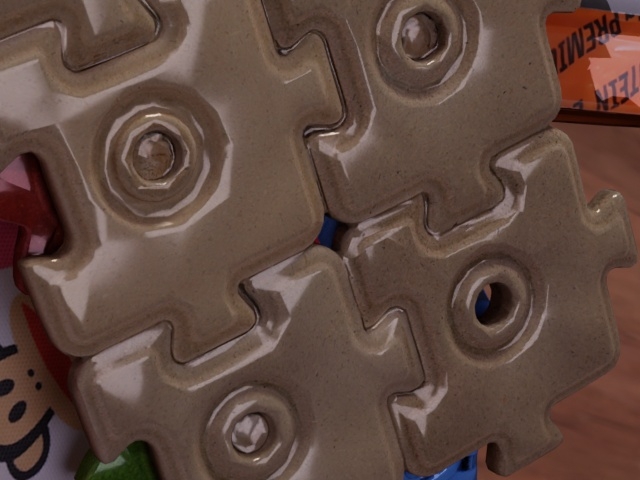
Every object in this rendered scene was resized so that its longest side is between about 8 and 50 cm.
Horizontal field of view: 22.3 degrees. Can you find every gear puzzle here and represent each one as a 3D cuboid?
[{"bbox_3d":[0.000,0.000,0.440,0.175,0.044,0.338,-27,113,-23],"label":"gear puzzle"}]

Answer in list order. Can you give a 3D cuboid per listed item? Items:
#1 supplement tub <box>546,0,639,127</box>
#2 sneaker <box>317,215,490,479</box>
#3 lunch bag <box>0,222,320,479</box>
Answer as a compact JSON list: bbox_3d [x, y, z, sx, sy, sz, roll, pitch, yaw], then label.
[{"bbox_3d":[0.085,-0.197,0.532,0.194,0.194,0.315,2,95,-39],"label":"supplement tub"},{"bbox_3d":[0.030,0.063,0.593,0.069,0.082,0.209,-21,110,-37],"label":"sneaker"},{"bbox_3d":[-0.117,-0.022,0.449,0.258,0.120,0.293,-40,120,-32],"label":"lunch bag"}]
